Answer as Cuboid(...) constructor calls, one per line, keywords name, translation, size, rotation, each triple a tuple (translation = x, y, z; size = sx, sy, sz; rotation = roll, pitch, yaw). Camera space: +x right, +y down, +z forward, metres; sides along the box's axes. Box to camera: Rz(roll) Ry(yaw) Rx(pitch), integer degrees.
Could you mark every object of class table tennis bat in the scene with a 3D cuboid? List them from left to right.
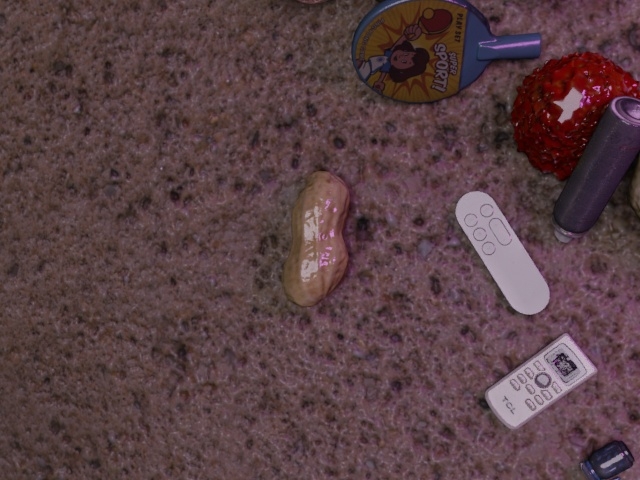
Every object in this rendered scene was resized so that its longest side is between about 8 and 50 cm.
Cuboid(name="table tennis bat", translation=(0.218, -0.334, 1.327), size=(0.329, 0.044, 0.215), rotation=(-1, 134, 0))

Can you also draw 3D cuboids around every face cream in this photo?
Cuboid(name="face cream", translation=(0.438, -0.100, 1.213), size=(0.073, 0.073, 0.283), rotation=(30, 141, 16))

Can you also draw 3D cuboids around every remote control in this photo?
Cuboid(name="remote control", translation=(0.323, 0.021, 1.354), size=(0.077, 0.022, 0.245), rotation=(-33, 79, 17))
Cuboid(name="remote control", translation=(0.380, 0.248, 1.329), size=(0.190, 0.029, 0.087), rotation=(-39, 78, 14))

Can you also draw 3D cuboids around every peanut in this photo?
Cuboid(name="peanut", translation=(0.000, 0.000, 1.415), size=(0.124, 0.123, 0.256), rotation=(11, 89, 18))

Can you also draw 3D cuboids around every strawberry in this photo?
Cuboid(name="strawberry", translation=(0.422, -0.203, 1.247), size=(0.234, 0.178, 0.234), rotation=(2, 97, 21))

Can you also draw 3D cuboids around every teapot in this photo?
Cuboid(name="teapot", translation=(0.487, 0.377, 1.289), size=(0.083, 0.063, 0.049), rotation=(-36, 47, 17))

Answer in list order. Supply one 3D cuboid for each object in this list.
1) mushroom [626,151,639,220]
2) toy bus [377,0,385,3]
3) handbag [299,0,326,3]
Cuboid(name="mushroom", translation=(0.573, -0.085, 1.194), size=(0.267, 0.189, 0.164), rotation=(45, 118, -10))
Cuboid(name="toy bus", translation=(0.136, -0.476, 1.286), size=(0.157, 0.289, 0.139), rotation=(-10, 85, 30))
Cuboid(name="handbag", translation=(-0.031, -0.550, 1.426), size=(0.179, 0.116, 0.205), rotation=(14, 95, 19))
